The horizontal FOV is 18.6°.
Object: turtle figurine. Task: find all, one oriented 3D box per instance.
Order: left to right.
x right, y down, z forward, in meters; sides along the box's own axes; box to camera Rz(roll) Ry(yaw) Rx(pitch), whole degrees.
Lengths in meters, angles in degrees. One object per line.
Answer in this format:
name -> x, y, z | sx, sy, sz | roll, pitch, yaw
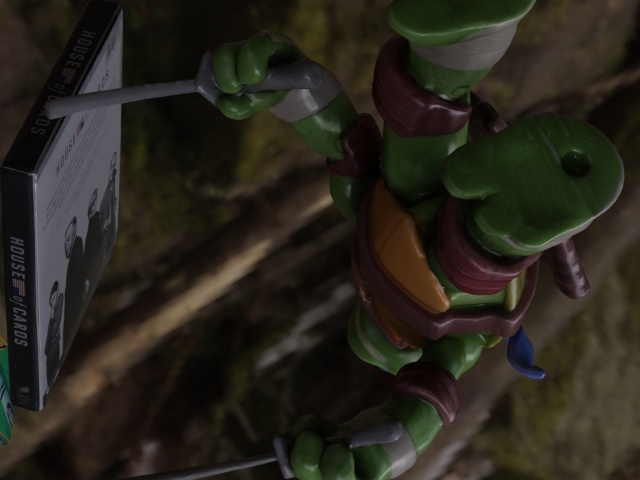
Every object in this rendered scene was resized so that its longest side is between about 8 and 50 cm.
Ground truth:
turtle figurine -> 0.000, 0.000, 0.839 | 0.274, 0.198, 0.266 | 19, 149, -6

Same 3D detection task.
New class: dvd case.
dvd case -> -0.178, -0.023, 1.363 | 0.239, 0.029, 0.179 | 96, 9, -46

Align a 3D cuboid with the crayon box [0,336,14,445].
crayon box -> -0.356, 0.078, 1.508 | 0.165, 0.081, 0.278 | -2, 155, 11
